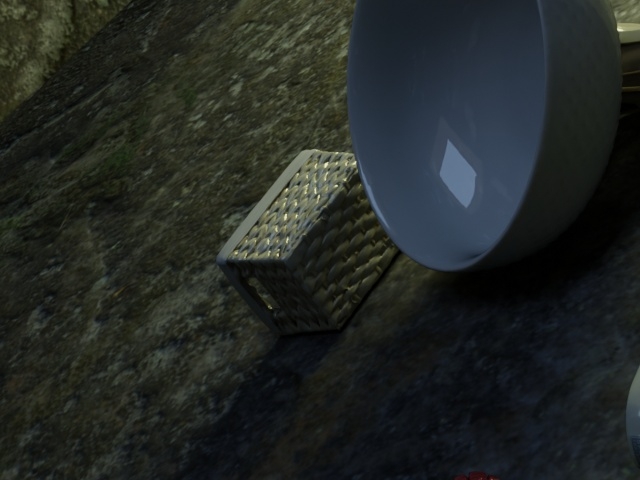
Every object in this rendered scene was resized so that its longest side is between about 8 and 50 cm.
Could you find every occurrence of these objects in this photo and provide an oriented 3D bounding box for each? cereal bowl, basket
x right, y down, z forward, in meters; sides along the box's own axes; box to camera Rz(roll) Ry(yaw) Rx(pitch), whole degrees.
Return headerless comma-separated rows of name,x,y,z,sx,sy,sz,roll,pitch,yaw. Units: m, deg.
cereal bowl,0.162,-0.142,1.598,0.141,0.339,0.339,-2,6,-29
basket,0.000,0.000,1.750,0.103,0.113,0.167,-3,43,50

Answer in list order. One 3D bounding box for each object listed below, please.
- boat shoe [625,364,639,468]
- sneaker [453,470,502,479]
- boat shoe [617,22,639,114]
boat shoe,0.284,0.076,1.272,0.081,0.079,0.227,-2,41,30
sneaker,0.078,0.252,1.225,0.225,0.088,0.092,-49,27,-21
boat shoe,0.318,-0.147,1.577,0.116,0.097,0.324,-5,7,-35
